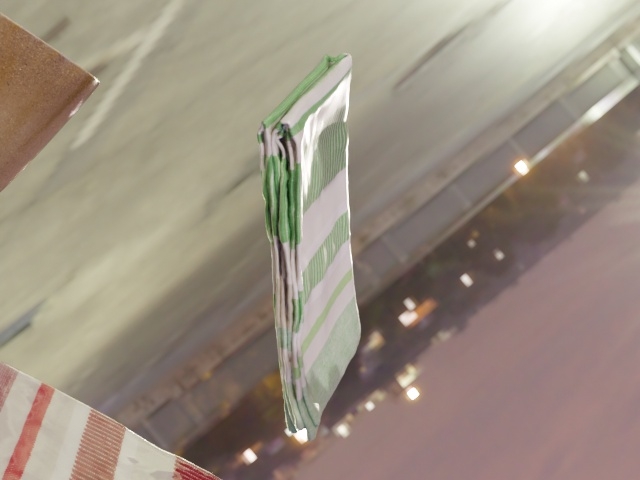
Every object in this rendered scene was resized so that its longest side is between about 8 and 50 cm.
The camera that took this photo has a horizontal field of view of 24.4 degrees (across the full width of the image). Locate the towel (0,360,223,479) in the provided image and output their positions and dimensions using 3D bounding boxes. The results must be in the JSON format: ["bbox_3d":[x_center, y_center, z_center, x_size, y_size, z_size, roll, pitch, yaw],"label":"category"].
[{"bbox_3d":[-0.169,0.202,1.154,0.037,0.329,0.237,-58,-170,13],"label":"towel"}]

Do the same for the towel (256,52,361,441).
[{"bbox_3d":[0.000,0.000,1.455,0.038,0.325,0.248,2,-157,15],"label":"towel"}]

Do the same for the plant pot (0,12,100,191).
[{"bbox_3d":[-0.338,-0.083,1.138,0.254,0.237,0.237,-57,176,0],"label":"plant pot"}]
